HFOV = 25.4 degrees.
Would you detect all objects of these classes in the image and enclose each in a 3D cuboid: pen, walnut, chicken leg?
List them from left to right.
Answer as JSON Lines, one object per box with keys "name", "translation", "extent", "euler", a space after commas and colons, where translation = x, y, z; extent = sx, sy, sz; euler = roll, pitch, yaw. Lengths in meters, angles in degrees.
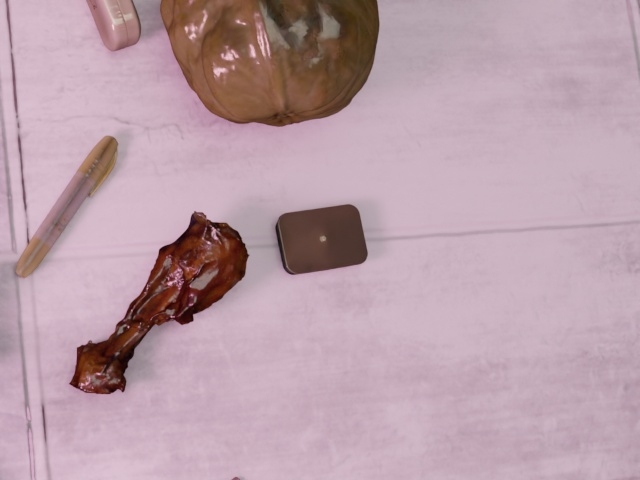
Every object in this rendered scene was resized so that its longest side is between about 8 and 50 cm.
{"name": "pen", "translation": [-0.340, -0.045, 1.928], "extent": [0.040, 0.032, 0.233], "euler": [42, 69, -30]}
{"name": "chicken leg", "translation": [-0.221, 0.091, 1.913], "extent": [0.113, 0.093, 0.304], "euler": [41, 77, 13]}
{"name": "walnut", "translation": [-0.066, -0.291, 1.953], "extent": [0.253, 0.282, 0.277], "euler": [10, 63, -55]}

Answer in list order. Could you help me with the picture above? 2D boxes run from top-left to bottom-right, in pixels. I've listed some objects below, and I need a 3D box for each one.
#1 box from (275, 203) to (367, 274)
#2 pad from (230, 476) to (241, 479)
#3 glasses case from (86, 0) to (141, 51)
{"name": "box", "translation": [0.000, 0.000, 2.024], "extent": [0.126, 0.031, 0.091], "euler": [-10, 81, -20]}
{"name": "pad", "translation": [-0.097, 0.425, 1.913], "extent": [0.113, 0.006, 0.188], "euler": [-40, 93, -22]}
{"name": "glasses case", "translation": [-0.305, -0.361, 1.980], "extent": [0.050, 0.083, 0.196], "euler": [-20, 83, -21]}
